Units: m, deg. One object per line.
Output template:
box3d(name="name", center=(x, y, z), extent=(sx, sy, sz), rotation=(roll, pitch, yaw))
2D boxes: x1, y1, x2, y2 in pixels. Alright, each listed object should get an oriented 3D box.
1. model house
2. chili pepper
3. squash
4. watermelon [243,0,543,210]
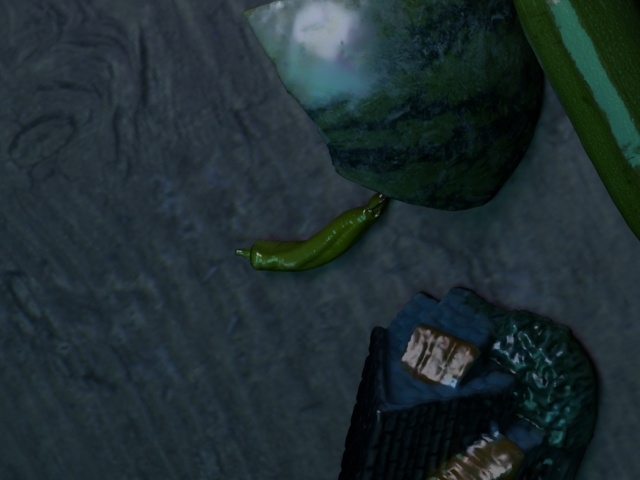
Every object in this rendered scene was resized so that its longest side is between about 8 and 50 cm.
box3d(name="model house", center=(0.118, 0.215, 1.545), extent=(0.226, 0.241, 0.261), rotation=(25, 124, 24))
box3d(name="chili pepper", center=(0.000, 0.001, 1.643), extent=(0.208, 0.043, 0.048), rotation=(-20, 76, 33))
box3d(name="squash", center=(0.264, -0.128, 1.359), extent=(0.107, 0.107, 0.395), rotation=(-23, 99, 39))
box3d(name="watermelon", center=(0.077, -0.155, 1.424), extent=(0.176, 0.260, 0.255), rotation=(19, 106, 40))
